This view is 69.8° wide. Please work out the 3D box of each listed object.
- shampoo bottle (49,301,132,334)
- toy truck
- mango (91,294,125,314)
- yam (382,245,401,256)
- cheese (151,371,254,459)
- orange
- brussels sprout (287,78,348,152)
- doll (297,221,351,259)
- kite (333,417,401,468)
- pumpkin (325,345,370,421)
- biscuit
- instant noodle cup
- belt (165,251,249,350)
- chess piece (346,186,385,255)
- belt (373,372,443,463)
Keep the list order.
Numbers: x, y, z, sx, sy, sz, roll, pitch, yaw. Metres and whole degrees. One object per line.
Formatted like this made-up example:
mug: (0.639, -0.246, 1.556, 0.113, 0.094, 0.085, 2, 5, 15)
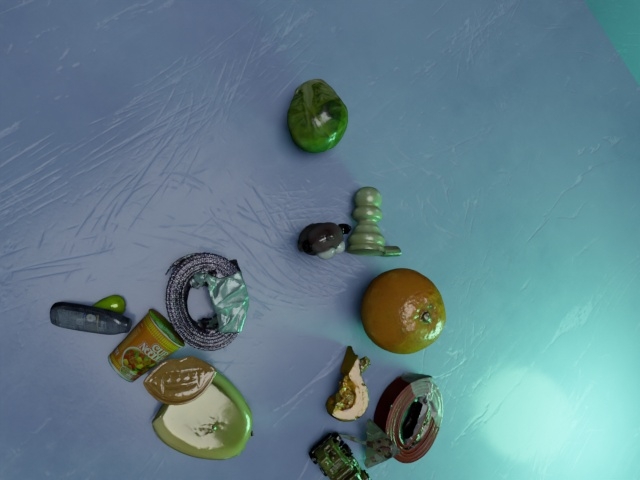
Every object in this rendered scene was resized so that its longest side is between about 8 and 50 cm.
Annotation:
shampoo bottle: (-0.697, 0.241, 1.396, 0.233, 0.049, 0.087, 9, 114, 0)
toy truck: (0.081, 0.809, 1.603, 0.127, 0.127, 0.257, -37, 101, -8)
mango: (-0.670, 0.213, 1.445, 0.108, 0.056, 0.074, -11, 94, -6)
yam: (0.263, 0.041, 1.774, 0.094, 0.043, 0.043, -1, 86, -20)
cheese: (-0.359, 0.577, 1.482, 0.315, 0.128, 0.260, 41, 73, -13)
orange: (0.294, 0.252, 1.637, 0.311, 0.312, 0.313, 1, 85, -18)
brussels sprout: (-0.012, -0.449, 1.638, 0.219, 0.210, 0.272, -12, 77, 3)
doll: (-0.001, -0.002, 1.576, 0.181, 0.257, 0.118, -27, 102, -19)
kite: (0.164, 0.726, 1.637, 0.249, 0.012, 0.230, 9, 110, 17)
pumpkin: (0.120, 0.520, 1.647, 0.125, 0.131, 0.248, 23, 84, -7)
biscuit: (-0.433, 0.434, 1.418, 0.220, 0.029, 0.142, -4, 74, -10)
instant noodle cup: (-0.550, 0.334, 1.431, 0.185, 0.168, 0.168, -42, 99, -9)
belt: (-0.371, 0.199, 1.511, 0.259, 0.122, 0.325, -10, 88, -14)
chess piece: (0.176, -0.077, 1.714, 0.144, 0.144, 0.252, 8, 77, -18)
belt: (0.330, 0.648, 1.711, 0.227, 0.115, 0.324, 27, 78, -15)
